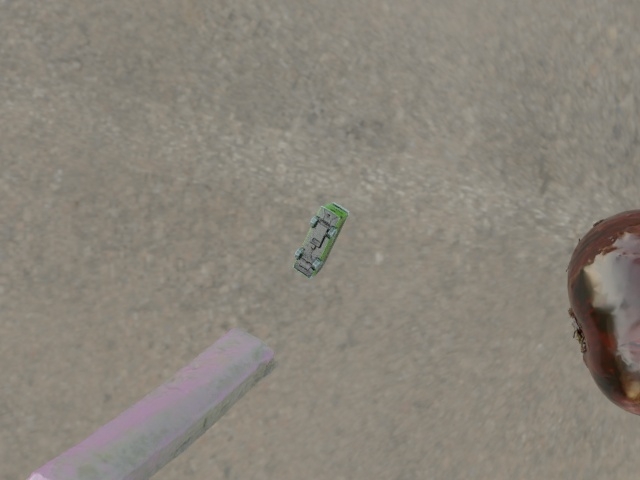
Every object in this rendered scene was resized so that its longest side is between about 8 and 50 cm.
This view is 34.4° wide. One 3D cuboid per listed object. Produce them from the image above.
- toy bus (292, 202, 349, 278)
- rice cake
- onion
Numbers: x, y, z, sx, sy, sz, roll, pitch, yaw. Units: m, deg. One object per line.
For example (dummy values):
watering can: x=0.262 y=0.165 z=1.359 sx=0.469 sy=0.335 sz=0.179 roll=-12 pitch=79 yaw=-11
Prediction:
toy bus: x=0.000 y=0.000 z=1.143 sx=0.031 sy=0.037 sz=0.083 roll=32 pitch=115 yaw=15
rice cake: x=-0.162 y=0.189 z=1.074 sx=0.072 sy=0.365 sz=0.056 roll=33 pitch=128 yaw=20
onion: x=0.436 y=0.094 z=1.358 sx=0.281 sy=0.221 sz=0.281 roll=-15 pitch=66 yaw=36
